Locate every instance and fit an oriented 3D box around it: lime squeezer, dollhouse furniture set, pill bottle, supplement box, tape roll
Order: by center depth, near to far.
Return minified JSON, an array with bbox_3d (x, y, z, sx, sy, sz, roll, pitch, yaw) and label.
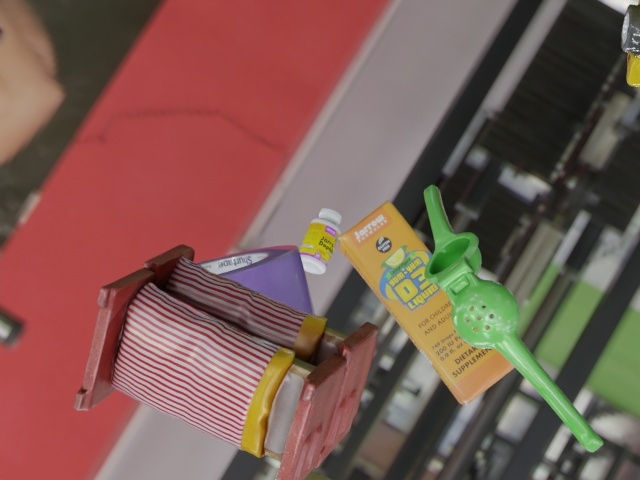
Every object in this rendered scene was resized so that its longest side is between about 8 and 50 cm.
[{"bbox_3d":[0.141,0.040,1.375,0.110,0.059,0.310,11,-143,-42],"label":"lime squeezer"},{"bbox_3d":[-0.101,0.215,1.383,0.201,0.374,0.152,21,-156,16],"label":"dollhouse furniture set"},{"bbox_3d":[-0.104,0.066,1.646,0.189,0.189,0.080,-178,72,-69],"label":"tape roll"},{"bbox_3d":[0.116,0.069,1.789,0.233,0.078,0.080,52,179,8],"label":"supplement box"},{"bbox_3d":[0.000,0.000,2.147,0.043,0.083,0.043,19,159,8],"label":"pill bottle"}]

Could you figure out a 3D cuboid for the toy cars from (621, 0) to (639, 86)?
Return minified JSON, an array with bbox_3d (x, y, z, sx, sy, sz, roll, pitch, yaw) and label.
[{"bbox_3d":[0.208,-0.258,1.077,0.176,0.087,0.394,-26,128,28],"label":"toy cars"}]
